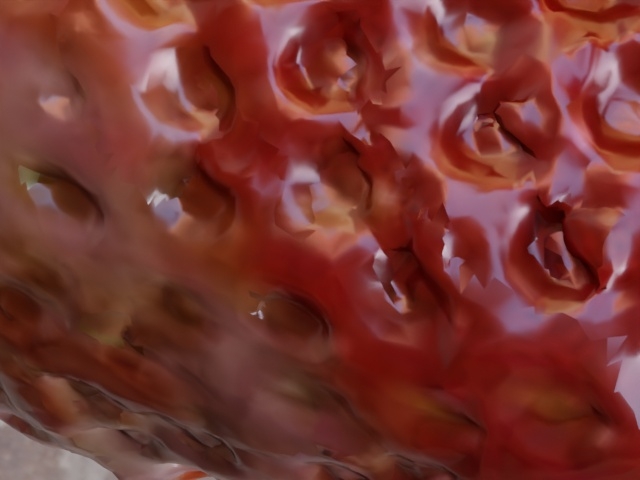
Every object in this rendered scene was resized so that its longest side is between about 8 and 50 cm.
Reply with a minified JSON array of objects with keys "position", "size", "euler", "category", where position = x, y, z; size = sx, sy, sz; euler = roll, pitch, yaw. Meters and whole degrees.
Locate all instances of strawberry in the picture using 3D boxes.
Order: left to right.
[{"position":[0.000,0.000,0.469],"size":[0.149,0.336,0.265],"euler":[-38,138,-41],"category":"strawberry"}]
